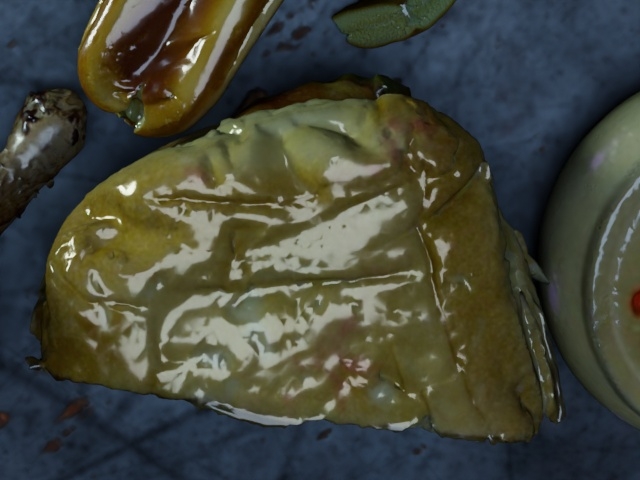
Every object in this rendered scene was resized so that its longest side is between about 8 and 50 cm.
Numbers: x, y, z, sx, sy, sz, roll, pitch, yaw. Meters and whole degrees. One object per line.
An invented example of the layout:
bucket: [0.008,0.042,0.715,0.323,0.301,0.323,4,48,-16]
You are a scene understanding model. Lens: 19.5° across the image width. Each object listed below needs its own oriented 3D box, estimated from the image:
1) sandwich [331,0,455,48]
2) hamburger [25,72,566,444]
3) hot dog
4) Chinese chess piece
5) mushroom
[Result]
sandwich: [0.051,-0.143,1.156,0.083,0.044,0.031,-28,112,4]
hamburger: [0.001,-0.002,1.129,0.330,0.162,0.209,9,102,-7]
hot dog: [-0.059,-0.178,1.119,0.100,0.068,0.249,30,98,-4]
Chinese chess piece: [0.264,0.014,1.198,0.251,0.097,0.250,-2,106,-7]
mushroom: [-0.213,0.002,1.130,0.148,0.227,0.217,35,61,15]
